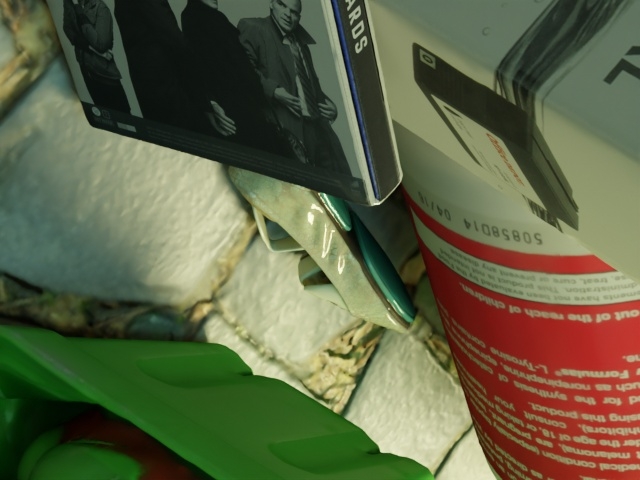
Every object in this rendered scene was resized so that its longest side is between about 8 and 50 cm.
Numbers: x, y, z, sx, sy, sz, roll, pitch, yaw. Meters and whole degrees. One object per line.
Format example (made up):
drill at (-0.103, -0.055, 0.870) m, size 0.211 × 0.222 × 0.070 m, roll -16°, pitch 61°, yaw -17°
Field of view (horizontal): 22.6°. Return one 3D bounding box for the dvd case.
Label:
dvd case at (-0.062, -0.132, 0.686) m, size 0.029 × 0.179 × 0.239 m, roll -46°, pitch 139°, yaw -34°

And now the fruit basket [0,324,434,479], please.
fruit basket at (-0.153, 0.240, 0.811) m, size 0.392 × 0.283 × 0.392 m, roll -37°, pitch 142°, yaw -36°

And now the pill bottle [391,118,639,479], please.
pill bottle at (0.186, 0.035, 0.944) m, size 0.229 × 0.229 × 0.408 m, roll -34°, pitch 132°, yaw -16°

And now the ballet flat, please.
ballet flat at (0.000, 0.000, 0.913) m, size 0.052 × 0.057 × 0.168 m, roll -23°, pitch 131°, yaw 12°

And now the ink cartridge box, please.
ink cartridge box at (0.146, -0.124, 0.703) m, size 0.223 × 0.307 × 0.129 m, roll -47°, pitch 151°, yaw -12°
